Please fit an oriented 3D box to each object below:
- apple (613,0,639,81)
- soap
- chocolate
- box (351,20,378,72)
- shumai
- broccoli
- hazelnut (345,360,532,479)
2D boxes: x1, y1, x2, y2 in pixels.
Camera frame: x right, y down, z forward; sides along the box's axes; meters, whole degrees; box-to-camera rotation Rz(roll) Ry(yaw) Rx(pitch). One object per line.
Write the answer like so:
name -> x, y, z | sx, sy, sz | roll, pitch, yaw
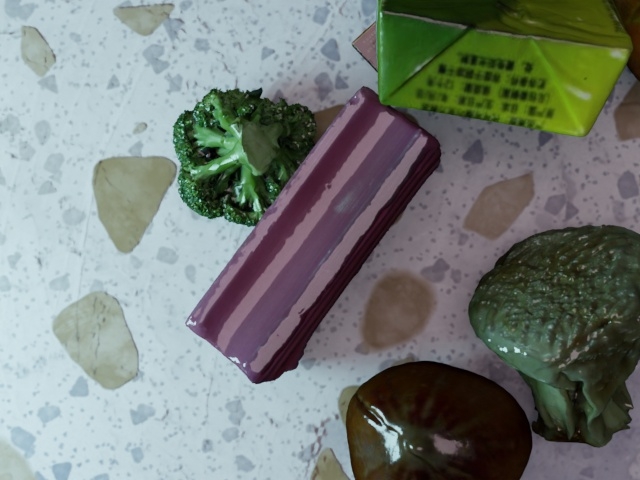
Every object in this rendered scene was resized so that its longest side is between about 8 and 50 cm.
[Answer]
apple -> 0.488, -0.297, 1.798 | 0.246, 0.246, 0.226 | 35, 51, 5
soap -> 0.000, 0.000, 1.812 | 0.128, 0.233, 0.359 | 37, 90, 7
chocolate -> 0.204, -0.249, 1.774 | 0.288, 0.301, 0.137 | 9, 118, -1
box -> 0.087, -0.244, 1.924 | 0.051, 0.023, 0.082 | -43, 85, 1
shumai -> 0.314, 0.116, 1.839 | 0.225, 0.222, 0.261 | 12, 54, 31
broccoli -> -0.097, -0.109, 1.871 | 0.195, 0.156, 0.195 | 4, 83, -29
hazelnut -> 0.143, 0.247, 1.793 | 0.229, 0.229, 0.229 | 0, 86, 4
